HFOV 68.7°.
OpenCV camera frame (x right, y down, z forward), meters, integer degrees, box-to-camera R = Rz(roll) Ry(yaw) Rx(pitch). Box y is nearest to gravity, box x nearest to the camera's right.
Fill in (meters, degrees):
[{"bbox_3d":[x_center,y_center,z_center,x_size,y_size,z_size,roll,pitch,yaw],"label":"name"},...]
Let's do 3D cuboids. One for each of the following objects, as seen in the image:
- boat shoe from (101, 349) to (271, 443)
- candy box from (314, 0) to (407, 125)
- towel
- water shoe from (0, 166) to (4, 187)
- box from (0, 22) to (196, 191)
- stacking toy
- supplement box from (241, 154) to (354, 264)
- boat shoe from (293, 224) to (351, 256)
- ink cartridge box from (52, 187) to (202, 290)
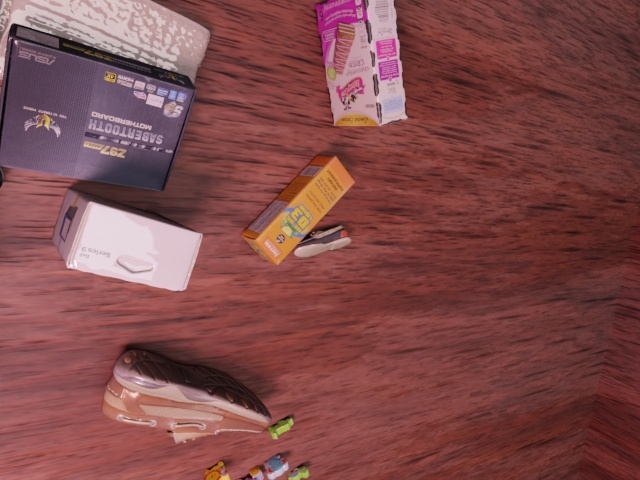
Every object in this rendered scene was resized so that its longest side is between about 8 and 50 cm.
[{"bbox_3d":[-0.240,0.304,0.862,0.325,0.123,0.116,30,91,-29],"label":"boat shoe"},{"bbox_3d":[0.075,-0.337,0.881,0.071,0.159,0.233,-22,112,-26],"label":"candy box"},{"bbox_3d":[-0.320,-0.285,0.700,0.282,0.049,0.187,14,95,-36],"label":"towel"},{"bbox_3d":[-0.498,-0.139,0.595,0.073,0.080,0.203,-52,123,-13],"label":"water shoe"},{"bbox_3d":[-0.320,-0.175,0.671,0.233,0.059,0.183,8,126,-35],"label":"box"},{"bbox_3d":[-0.128,0.515,1.019,0.221,0.052,0.166,-26,115,-27],"label":"stacking toy"},{"bbox_3d":[-0.042,-0.063,0.920,0.233,0.080,0.078,-47,120,-13],"label":"supplement box"},{"bbox_3d":[0.000,0.000,0.986,0.137,0.049,0.043,-14,67,-28],"label":"boat shoe"},{"bbox_3d":[-0.289,-0.005,0.686,0.154,0.212,0.093,18,91,-35],"label":"ink cartridge box"}]
